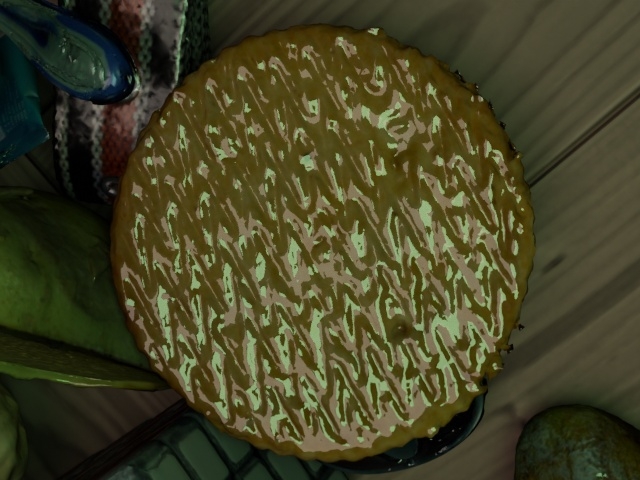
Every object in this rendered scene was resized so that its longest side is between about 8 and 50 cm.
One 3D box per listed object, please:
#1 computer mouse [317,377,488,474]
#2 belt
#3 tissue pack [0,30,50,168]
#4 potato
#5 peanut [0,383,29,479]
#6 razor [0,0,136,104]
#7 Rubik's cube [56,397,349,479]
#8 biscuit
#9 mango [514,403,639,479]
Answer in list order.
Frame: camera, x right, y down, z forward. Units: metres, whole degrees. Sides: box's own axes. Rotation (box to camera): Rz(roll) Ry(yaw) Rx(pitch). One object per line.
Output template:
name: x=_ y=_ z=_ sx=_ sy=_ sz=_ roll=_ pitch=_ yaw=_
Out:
computer mouse: x=0.019 y=0.041 z=0.881 sx=0.137 sy=0.096 sz=0.233 roll=-23 pitch=95 yaw=18
belt: x=-0.111 y=-0.187 z=0.847 sx=0.094 sy=0.126 sz=0.359 roll=3 pitch=109 yaw=1
tissue pack: x=-0.215 y=-0.095 z=0.902 sx=0.085 sy=0.028 sz=0.138 roll=-32 pitch=51 yaw=19
potato: x=-0.184 y=0.022 z=0.864 sx=0.160 sy=0.272 sz=0.111 roll=-4 pitch=71 yaw=36
peanut: x=-0.306 y=0.189 z=0.981 sx=0.120 sy=0.136 sz=0.298 roll=44 pitch=115 yaw=-5
razor: x=-0.221 y=-0.163 z=0.840 sx=0.324 sy=0.056 sz=0.093 roll=38 pitch=113 yaw=35
Rubik's cube: x=-0.092 y=0.250 z=0.885 sx=0.237 sy=0.238 sz=0.237 roll=-36 pitch=92 yaw=21
biscuit: x=0.000 y=0.000 z=0.814 sx=0.254 sy=0.035 sz=0.254 roll=0 pitch=89 yaw=4
mango: x=0.182 y=0.259 z=0.874 sx=0.193 sy=0.146 sz=0.316 roll=-3 pitch=88 yaw=14
